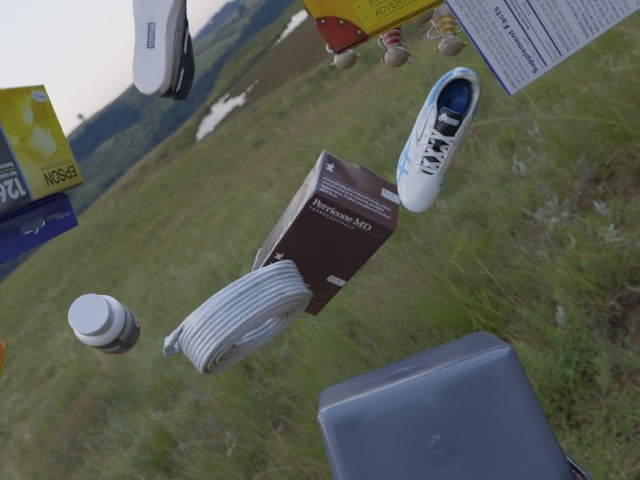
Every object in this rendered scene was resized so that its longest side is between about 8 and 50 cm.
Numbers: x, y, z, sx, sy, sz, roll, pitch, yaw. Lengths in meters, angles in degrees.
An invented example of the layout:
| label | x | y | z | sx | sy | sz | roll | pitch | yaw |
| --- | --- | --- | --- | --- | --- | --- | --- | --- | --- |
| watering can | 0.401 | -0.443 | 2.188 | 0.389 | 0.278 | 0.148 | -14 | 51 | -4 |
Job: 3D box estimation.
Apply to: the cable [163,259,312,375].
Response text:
| label | x | y | z | sx | sy | sz | roll | pitch | yaw |
| --- | --- | --- | --- | --- | --- | --- | --- | --- | --- |
| cable | -0.135 | 0.142 | 1.108 | 0.257 | 0.089 | 0.257 | -15 | -26 | -52 |

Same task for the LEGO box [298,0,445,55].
| label | x | y | z | sx | sy | sz | roll | pitch | yaw |
| --- | --- | --- | --- | --- | --- | --- | --- | --- | --- |
| LEGO box | 0.131 | -0.484 | 0.640 | 0.500 | 0.372 | 0.193 | -14 | 40 | 36 |

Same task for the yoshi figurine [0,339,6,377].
| label | x | y | z | sx | sy | sz | roll | pitch | yaw |
| --- | --- | --- | --- | --- | --- | --- | --- | --- | --- |
| yoshi figurine | -0.543 | 0.157 | 0.635 | 0.203 | 0.362 | 0.204 | -52 | 38 | 31 |

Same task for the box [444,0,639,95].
| label | x | y | z | sx | sy | sz | roll | pitch | yaw |
| --- | --- | --- | --- | --- | --- | --- | --- | --- | --- |
| box | 0.190 | -0.225 | 0.537 | 0.137 | 0.126 | 0.072 | -34 | 27 | 23 |

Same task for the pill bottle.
| label | x | y | z | sx | sy | sz | roll | pitch | yaw |
| --- | --- | --- | --- | --- | --- | --- | --- | --- | --- |
| pill bottle | -0.454 | 0.174 | 1.266 | 0.108 | 0.108 | 0.180 | -50 | -14 | -15 |

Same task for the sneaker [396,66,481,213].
| label | x | y | z | sx | sy | sz | roll | pitch | yaw |
| --- | --- | --- | --- | --- | --- | --- | --- | --- | --- |
| sneaker | 0.181 | -0.157 | 0.941 | 0.086 | 0.085 | 0.237 | -18 | -52 | -85 |

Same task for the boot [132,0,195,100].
| label | x | y | z | sx | sy | sz | roll | pitch | yaw |
| --- | --- | --- | --- | --- | --- | --- | --- | --- | --- |
| boot | -0.204 | -0.286 | 0.813 | 0.086 | 0.069 | 0.190 | -16 | -63 | -73 |

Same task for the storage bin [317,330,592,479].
| label | x | y | z | sx | sy | sz | roll | pitch | yaw |
| --- | --- | --- | --- | --- | --- | --- | --- | --- | --- |
| storage bin | 0.063 | 0.110 | 0.332 | 0.135 | 0.091 | 0.098 | -20 | 0 | 2 |

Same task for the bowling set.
| label | x | y | z | sx | sy | sz | roll | pitch | yaw |
| --- | --- | --- | --- | --- | --- | --- | --- | --- | --- |
| bowling set | 0.136 | -0.449 | 1.191 | 0.286 | 0.200 | 0.154 | -13 | 68 | 9 |

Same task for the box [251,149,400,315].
| label | x | y | z | sx | sy | sz | roll | pitch | yaw |
| --- | --- | --- | --- | --- | --- | --- | --- | --- | --- |
| box | 0.000 | 0.000 | 1.342 | 0.381 | 0.191 | 0.143 | -53 | 17 | 45 |

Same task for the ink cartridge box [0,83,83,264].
| label | x | y | z | sx | sy | sz | roll | pitch | yaw |
| --- | --- | --- | --- | --- | --- | --- | --- | --- | --- |
| ink cartridge box | -0.584 | -0.141 | 1.171 | 0.072 | 0.307 | 0.303 | -18 | 14 | 13 |
